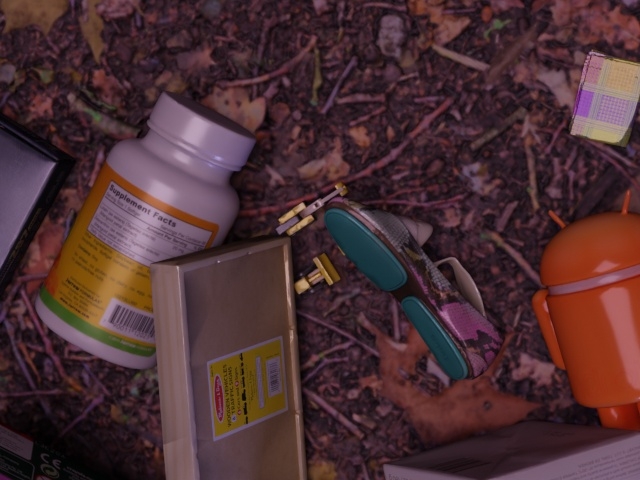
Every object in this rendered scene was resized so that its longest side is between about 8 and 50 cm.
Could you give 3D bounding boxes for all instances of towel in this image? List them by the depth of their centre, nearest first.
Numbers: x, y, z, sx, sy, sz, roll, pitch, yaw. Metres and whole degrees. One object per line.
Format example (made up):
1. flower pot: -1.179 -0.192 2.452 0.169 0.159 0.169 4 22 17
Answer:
1. towel: 0.271 -0.134 1.355 0.060 0.009 0.083 14 97 9

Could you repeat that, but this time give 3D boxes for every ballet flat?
1. ballet flat: 0.094 0.032 1.371 0.079 0.077 0.221 -43 97 -27

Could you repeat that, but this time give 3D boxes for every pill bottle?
1. pill bottle: -0.161 -0.013 1.384 0.136 0.136 0.246 29 99 8

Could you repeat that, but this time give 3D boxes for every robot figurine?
1. robot figurine: 0.275 0.068 1.308 0.128 0.158 0.219 -17 90 -6

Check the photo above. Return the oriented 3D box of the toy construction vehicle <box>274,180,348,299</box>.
1. toy construction vehicle: 0.000 0.000 1.404 0.098 0.035 0.086 -31 88 12

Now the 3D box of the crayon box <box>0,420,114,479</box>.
1. crayon box: -0.279 0.370 1.375 0.363 0.106 0.313 31 103 -17

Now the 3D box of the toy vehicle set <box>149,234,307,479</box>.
1. toy vehicle set: -0.082 0.138 1.354 0.035 0.166 0.267 2 100 36

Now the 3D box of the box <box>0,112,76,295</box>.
1. box: -0.384 -0.030 1.467 0.183 0.059 0.233 32 99 6

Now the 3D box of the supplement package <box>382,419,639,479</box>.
1. supplement package: 0.194 0.326 1.282 0.175 0.177 0.293 -12 92 -27
